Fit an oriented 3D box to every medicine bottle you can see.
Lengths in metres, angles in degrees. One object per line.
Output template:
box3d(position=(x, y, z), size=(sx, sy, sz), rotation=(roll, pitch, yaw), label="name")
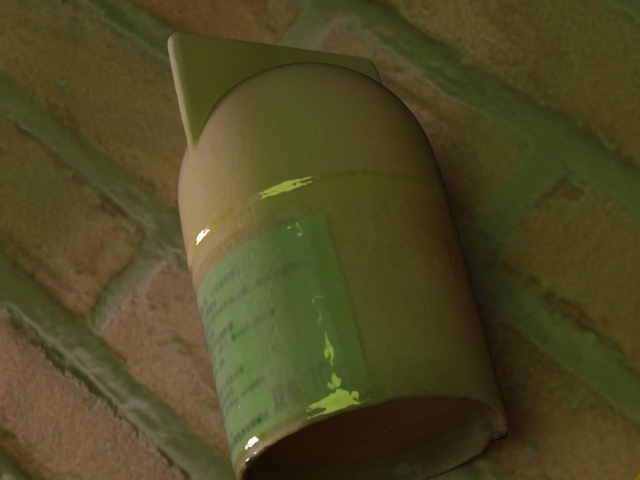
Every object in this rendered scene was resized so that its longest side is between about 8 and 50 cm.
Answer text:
box3d(position=(0.000, 0.000, 1.556), size=(0.236, 0.236, 0.406), rotation=(-22, 63, 15), label="medicine bottle")

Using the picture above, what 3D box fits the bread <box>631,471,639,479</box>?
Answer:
box3d(position=(0.347, 0.301, 1.339), size=(0.333, 0.143, 0.323), rotation=(-45, 60, 2), label="bread")
